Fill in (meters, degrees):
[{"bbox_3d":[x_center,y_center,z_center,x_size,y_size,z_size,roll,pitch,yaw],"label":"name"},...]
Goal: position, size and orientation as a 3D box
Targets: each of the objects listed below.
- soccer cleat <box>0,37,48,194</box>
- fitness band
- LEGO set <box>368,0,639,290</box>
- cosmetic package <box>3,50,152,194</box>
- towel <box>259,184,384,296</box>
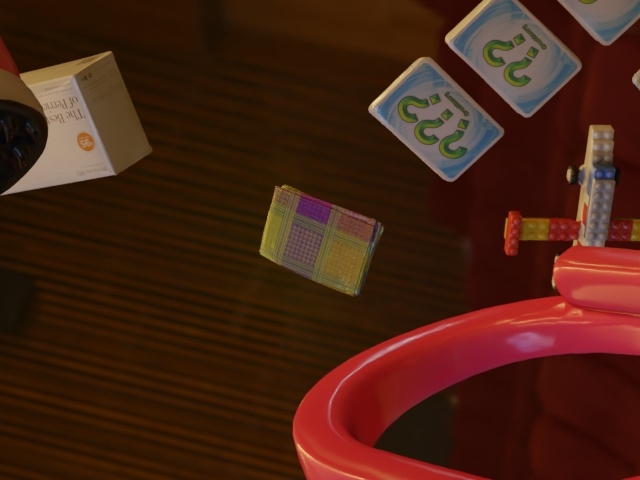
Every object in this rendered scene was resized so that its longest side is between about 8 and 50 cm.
[{"bbox_3d":[-0.253,-0.084,0.760,0.108,0.116,0.318,-44,-29,25],"label":"soccer cleat"},{"bbox_3d":[0.114,0.079,0.855,0.209,0.291,0.054,-35,-67,-29],"label":"fitness band"},{"bbox_3d":[0.178,-0.058,1.148,0.182,0.244,0.060,-42,25,13],"label":"LEGO set"},{"bbox_3d":[-0.269,-0.097,1.657,0.060,0.239,0.099,-42,-65,-45],"label":"cosmetic package"},{"bbox_3d":[0.000,0.000,1.300,0.009,0.083,0.060,-33,-39,-65],"label":"towel"}]
